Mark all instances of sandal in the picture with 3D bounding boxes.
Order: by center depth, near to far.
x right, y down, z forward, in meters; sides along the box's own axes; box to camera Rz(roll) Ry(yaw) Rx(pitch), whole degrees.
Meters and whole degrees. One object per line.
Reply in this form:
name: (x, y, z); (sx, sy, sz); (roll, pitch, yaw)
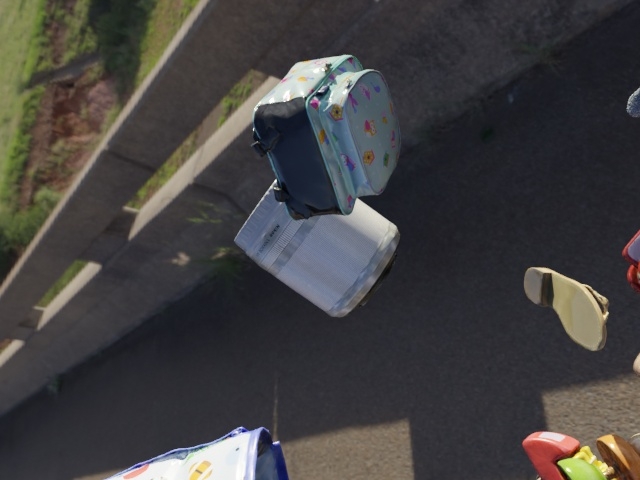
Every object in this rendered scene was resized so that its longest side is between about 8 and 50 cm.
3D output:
sandal: (0.416, 0.097, 1.057); (0.240, 0.079, 0.088); (-122, 33, -70)

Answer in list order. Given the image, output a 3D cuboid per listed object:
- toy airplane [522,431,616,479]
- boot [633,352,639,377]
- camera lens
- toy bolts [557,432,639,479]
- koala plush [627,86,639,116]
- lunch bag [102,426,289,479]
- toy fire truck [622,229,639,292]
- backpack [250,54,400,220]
toy airplane: (0.681, 0.600, 1.503); (0.386, 0.385, 0.272); (-95, 28, -66)
boot: (0.776, 0.197, 1.305); (0.283, 0.109, 0.220); (-48, 19, -6)
camera lens: (0.000, 0.000, 1.298); (0.219, 0.274, 0.219); (-54, 4, 6)
toy bolts: (0.495, 0.425, 1.000); (0.159, 0.228, 0.218); (-27, 31, -2)
koala plush: (0.901, -0.343, 1.578); (0.196, 0.221, 0.203); (57, 140, 29)
lunch bag: (-0.187, 0.489, 0.941); (0.328, 0.239, 0.385); (-22, 51, 8)
toy fire truck: (0.939, 0.058, 1.663); (0.302, 0.169, 0.254); (41, 90, 19)
backpack: (0.017, -0.137, 0.810); (0.145, 0.165, 0.188); (-10, 34, 23)
